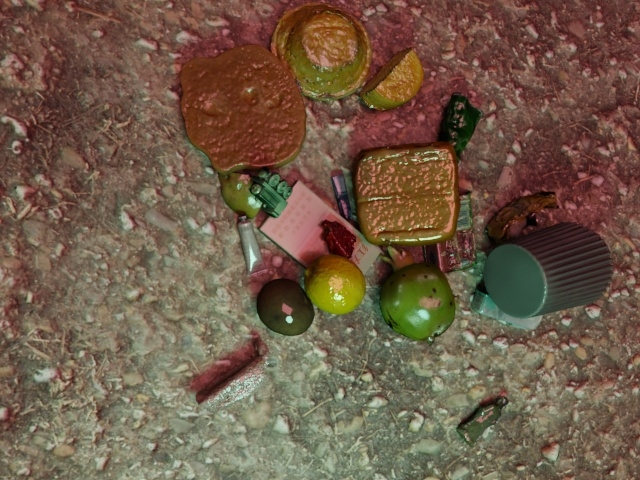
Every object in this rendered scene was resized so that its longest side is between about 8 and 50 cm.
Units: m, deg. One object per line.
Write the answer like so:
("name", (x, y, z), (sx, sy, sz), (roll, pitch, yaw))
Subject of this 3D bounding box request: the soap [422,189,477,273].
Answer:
("soap", (0.441, -0.030, 1.952), (0.217, 0.098, 0.274), (-8, 93, -18))

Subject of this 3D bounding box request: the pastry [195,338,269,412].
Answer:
("pastry", (-0.245, 0.426, 1.729), (0.265, 0.103, 0.112), (-40, 109, -12))

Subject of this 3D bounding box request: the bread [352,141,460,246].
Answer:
("bread", (0.275, -0.143, 1.835), (0.336, 0.148, 0.328), (-6, 92, 10))

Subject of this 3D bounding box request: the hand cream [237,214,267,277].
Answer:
("hand cream", (-0.216, 0.016, 1.765), (0.067, 0.042, 0.195), (-18, 107, -19))

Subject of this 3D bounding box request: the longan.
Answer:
("longan", (-0.106, 0.205, 1.735), (0.187, 0.167, 0.167), (35, 80, 2))

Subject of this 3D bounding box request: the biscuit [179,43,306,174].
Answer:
("biscuit", (-0.228, -0.387, 1.715), (0.365, 0.062, 0.385), (-15, 85, -9))

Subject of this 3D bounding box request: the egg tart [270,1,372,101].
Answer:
("egg tart", (0.014, -0.601, 1.790), (0.341, 0.132, 0.342), (0, 91, -17))

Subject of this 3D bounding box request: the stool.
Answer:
("stool", (0.748, 0.107, 1.915), (0.330, 0.297, 0.297), (-12, 94, -32))

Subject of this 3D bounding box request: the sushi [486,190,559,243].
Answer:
("sushi", (0.725, -0.082, 2.028), (0.290, 0.139, 0.131), (-26, 106, -18))

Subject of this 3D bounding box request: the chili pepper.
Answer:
("chili pepper", (0.455, -0.354, 1.958), (0.136, 0.099, 0.271), (35, 72, -40))

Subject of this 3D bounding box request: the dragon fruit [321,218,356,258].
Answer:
("dragon fruit", (0.044, 0.000, 1.799), (0.131, 0.063, 0.097), (39, 46, -15))

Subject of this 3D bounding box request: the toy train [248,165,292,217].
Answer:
("toy train", (-0.148, -0.144, 1.692), (0.111, 0.071, 0.170), (-57, 150, -5))

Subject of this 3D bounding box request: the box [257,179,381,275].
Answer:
("box", (0.001, 0.001, 1.830), (0.365, 0.051, 0.205), (40, 78, -14))

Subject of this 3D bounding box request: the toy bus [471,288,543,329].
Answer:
("toy bus", (0.666, 0.240, 2.037), (0.261, 0.091, 0.109), (18, 95, -16))

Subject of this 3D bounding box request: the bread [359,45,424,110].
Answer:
("bread", (0.246, -0.508, 1.860), (0.139, 0.143, 0.229), (45, 80, -13))

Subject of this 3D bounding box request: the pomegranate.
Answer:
("pomegranate", (0.298, 0.166, 1.838), (0.260, 0.260, 0.341), (-24, 68, -17))

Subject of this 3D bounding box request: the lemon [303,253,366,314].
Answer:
("lemon", (0.043, 0.131, 1.730), (0.193, 0.180, 0.180), (45, 77, -1))

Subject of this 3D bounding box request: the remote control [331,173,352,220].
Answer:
("remote control", (0.073, -0.138, 1.868), (0.043, 0.027, 0.153), (-16, 93, -13))

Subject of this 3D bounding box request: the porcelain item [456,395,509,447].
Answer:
("porcelain item", (0.578, 0.623, 2.016), (0.215, 0.069, 0.081), (-40, 90, -13))

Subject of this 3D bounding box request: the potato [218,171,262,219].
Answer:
("potato", (-0.245, -0.139, 1.734), (0.149, 0.081, 0.120), (16, 83, -18))
